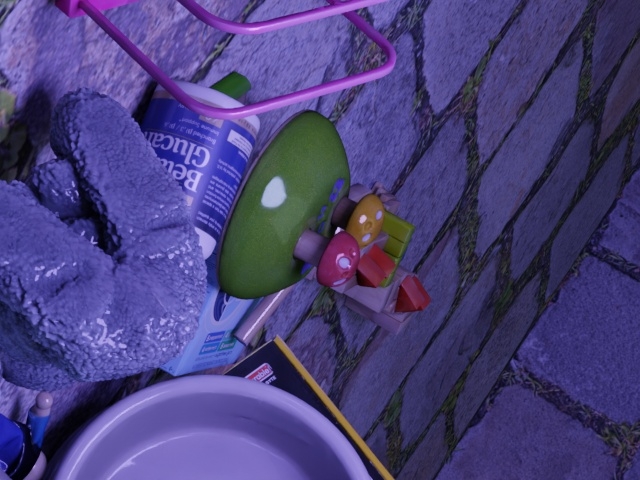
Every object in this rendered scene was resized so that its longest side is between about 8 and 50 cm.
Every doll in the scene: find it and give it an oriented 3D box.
[{"bbox_3d":[-0.273,0.182,1.531,0.129,0.046,0.189,-57,163,-9],"label":"doll"}]

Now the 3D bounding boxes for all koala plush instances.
[{"bbox_3d":[-0.197,0.044,1.324,0.196,0.203,0.221,-35,170,-36],"label":"koala plush"}]

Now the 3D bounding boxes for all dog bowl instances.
[{"bbox_3d":[-0.100,0.280,1.616,0.349,0.349,0.102,-53,174,-23],"label":"dog bowl"}]

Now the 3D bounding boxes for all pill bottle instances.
[{"bbox_3d":[-0.120,-0.039,1.476,0.094,0.094,0.169,56,52,-71],"label":"pill bottle"}]

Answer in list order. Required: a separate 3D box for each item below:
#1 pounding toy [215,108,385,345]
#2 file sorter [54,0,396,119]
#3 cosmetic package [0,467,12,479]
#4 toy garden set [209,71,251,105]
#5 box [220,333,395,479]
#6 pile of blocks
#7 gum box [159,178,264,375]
[{"bbox_3d":[0.000,0.000,1.614,0.183,0.110,0.237,-57,162,-23],"label":"pounding toy"},{"bbox_3d":[-0.030,-0.254,1.193,0.202,0.182,0.290,-21,140,-37],"label":"file sorter"},{"bbox_3d":[-0.283,0.233,1.280,0.155,0.197,0.365,-35,159,-8],"label":"cosmetic package"},{"bbox_3d":[-0.137,-0.006,1.613,0.204,0.049,0.244,-41,154,-48],"label":"toy garden set"},{"bbox_3d":[-0.092,0.285,1.711,0.322,0.257,0.079,-34,169,-20],"label":"box"},{"bbox_3d":[0.087,0.026,2.202,0.149,0.112,0.362,-59,164,-3],"label":"pile of blocks"},{"bbox_3d":[-0.085,0.032,1.678,0.184,0.041,0.157,-64,164,9],"label":"gum box"}]
